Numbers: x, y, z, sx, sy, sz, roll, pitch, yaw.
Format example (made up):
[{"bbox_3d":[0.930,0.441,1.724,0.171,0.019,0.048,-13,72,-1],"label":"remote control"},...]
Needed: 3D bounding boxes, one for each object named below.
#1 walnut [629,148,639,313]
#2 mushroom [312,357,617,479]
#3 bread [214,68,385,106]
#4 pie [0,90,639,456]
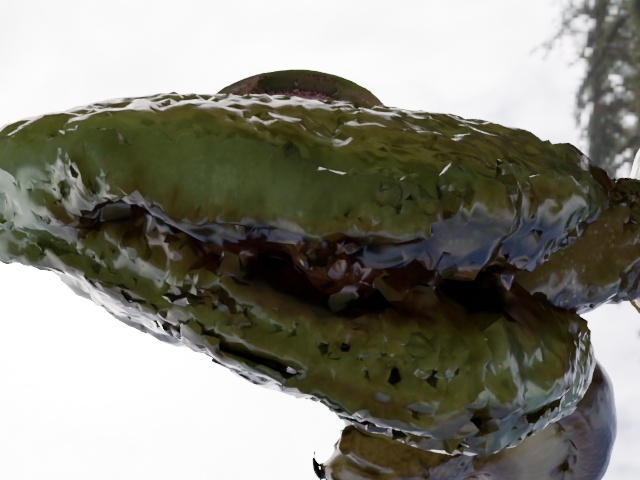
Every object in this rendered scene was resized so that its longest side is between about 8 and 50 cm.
[{"bbox_3d":[0.323,-0.004,0.820,0.228,0.228,0.228,-2,-146,1],"label":"walnut"},{"bbox_3d":[0.171,0.242,1.327,0.345,0.345,0.259,6,-144,13],"label":"mushroom"},{"bbox_3d":[-0.029,-0.067,1.079,0.228,0.228,0.033,-6,-138,-4],"label":"bread"},{"bbox_3d":[-0.026,-0.004,0.698,0.418,0.180,0.395,14,-170,31],"label":"pie"}]
